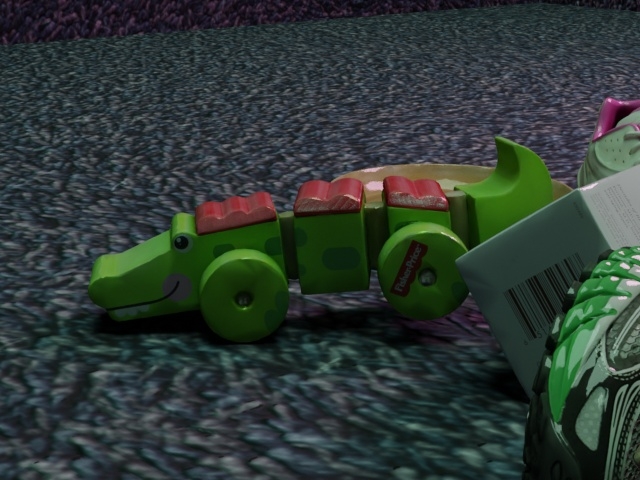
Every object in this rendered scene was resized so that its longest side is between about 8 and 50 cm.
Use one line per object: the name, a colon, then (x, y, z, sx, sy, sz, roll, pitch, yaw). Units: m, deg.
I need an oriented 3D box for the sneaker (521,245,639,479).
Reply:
sneaker: (0.229, 0.071, 0.685, 0.343, 0.134, 0.146, -16, 29, -41)

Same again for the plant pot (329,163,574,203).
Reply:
plant pot: (0.125, -0.035, 1.267, 0.236, 0.032, 0.236, 1, 14, 0)

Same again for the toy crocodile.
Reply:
toy crocodile: (0.000, 0.000, 0.954, 0.341, 0.105, 0.115, -8, 16, 1)

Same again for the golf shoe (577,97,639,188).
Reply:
golf shoe: (0.266, -0.035, 1.071, 0.115, 0.140, 0.306, 1, 16, -4)

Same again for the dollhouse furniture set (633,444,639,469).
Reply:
dollhouse furniture set: (0.275, 0.086, 0.511, 0.262, 0.135, 0.259, -29, 4, 33)

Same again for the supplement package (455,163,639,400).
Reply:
supplement package: (0.191, 0.018, 0.862, 0.105, 0.105, 0.179, -34, -9, 37)
